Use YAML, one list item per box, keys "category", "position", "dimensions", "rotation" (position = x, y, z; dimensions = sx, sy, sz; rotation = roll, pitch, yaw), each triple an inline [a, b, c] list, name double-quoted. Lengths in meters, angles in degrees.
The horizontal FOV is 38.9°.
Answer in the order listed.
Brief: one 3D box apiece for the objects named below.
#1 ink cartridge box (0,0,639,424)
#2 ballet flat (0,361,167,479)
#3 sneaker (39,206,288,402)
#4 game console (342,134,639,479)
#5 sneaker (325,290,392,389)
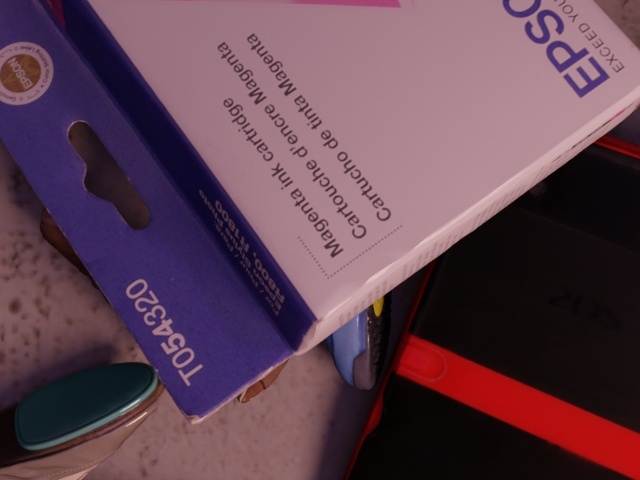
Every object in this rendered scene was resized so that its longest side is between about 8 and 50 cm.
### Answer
- category: "ink cartridge box"
  position: [-0.033, -0.116, 0.545]
  dimensions: [0.330, 0.071, 0.324]
  rotation: [-36, 77, -8]
- category: "ballet flat"
  position: [-0.196, 0.142, 0.592]
  dimensions: [0.213, 0.072, 0.068]
  rotation: [-19, 123, -8]
- category: "sneaker"
  position: [-0.106, 0.043, 0.594]
  dimensions: [0.188, 0.066, 0.071]
  rotation: [28, 89, -9]
- category: "game console"
  position: [0.227, 0.131, 0.575]
  dimensions: [0.387, 0.060, 0.341]
  rotation: [22, 101, 16]
- category: "sneaker"
  position: [0.000, 0.000, 0.618]
  dimensions: [0.082, 0.069, 0.209]
  rotation: [-5, 100, 17]
